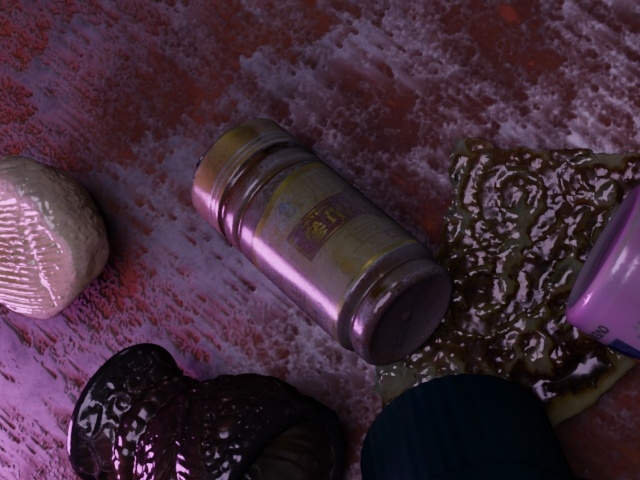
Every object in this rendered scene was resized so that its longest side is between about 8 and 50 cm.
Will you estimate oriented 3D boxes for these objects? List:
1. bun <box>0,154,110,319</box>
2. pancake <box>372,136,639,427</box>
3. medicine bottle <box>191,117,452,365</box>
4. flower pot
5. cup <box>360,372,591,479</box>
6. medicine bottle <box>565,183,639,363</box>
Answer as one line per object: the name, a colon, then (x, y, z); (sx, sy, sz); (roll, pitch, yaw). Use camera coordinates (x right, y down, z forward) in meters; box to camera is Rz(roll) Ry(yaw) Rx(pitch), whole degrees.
bun: (-0.371, -0.011, 1.953); (0.220, 0.134, 0.220); (15, 118, 30)
pancake: (0.240, 0.071, 1.746); (0.305, 0.067, 0.427); (23, 94, 23)
medicine bottle: (0.000, 0.000, 1.764); (0.322, 0.151, 0.151); (41, 101, 32)
flower pot: (-0.147, 0.259, 1.792); (0.267, 0.266, 0.266); (26, 96, 32)
cup: (0.200, 0.307, 1.582); (0.308, 0.292, 0.242); (-10, 123, -3)
medicine bottle: (0.424, 0.080, 1.576); (0.291, 0.178, 0.178); (30, 97, 2)
